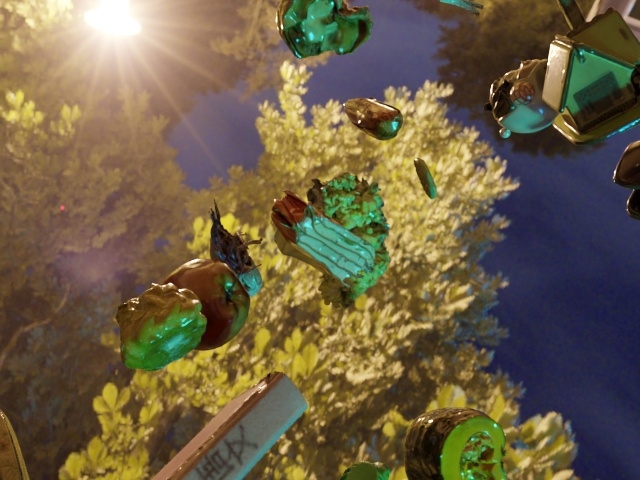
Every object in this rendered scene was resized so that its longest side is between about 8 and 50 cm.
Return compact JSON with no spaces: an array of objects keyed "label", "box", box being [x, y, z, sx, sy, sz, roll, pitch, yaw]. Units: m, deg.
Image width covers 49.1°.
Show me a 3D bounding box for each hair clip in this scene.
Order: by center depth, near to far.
[{"label":"hair clip","box":[0.323,-0.552,1.630,0.115,0.030,0.039,18,-136,-8]}]

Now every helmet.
[{"label":"helmet","box":[0.735,-0.125,1.490,0.189,0.193,0.216,41,-152,-50]}]

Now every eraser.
[{"label":"eraser","box":[-0.217,0.459,1.503,0.122,0.272,0.359,49,-135,2]}]

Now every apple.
[{"label":"apple","box":[-0.285,0.160,1.730,0.234,0.234,0.234,14,-150,-8]}]

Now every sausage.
[{"label":"sausage","box":[0.143,-0.344,1.961,0.102,0.102,0.330,9,-163,-16]}]

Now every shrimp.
[{"label":"shrimp","box":[-0.239,0.032,1.896,0.145,0.343,0.116,12,-134,27]}]

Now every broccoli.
[{"label":"broccoli","box":[0.008,0.001,1.783,0.280,0.348,0.293,11,165,-41]}]

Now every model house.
[{"label":"model house","box":[0.489,-0.346,1.281,0.279,0.204,0.218,57,-168,-20]}]

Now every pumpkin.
[{"label":"pumpkin","box":[0.270,0.511,1.537,0.242,0.325,0.232,-15,-169,-27]}]

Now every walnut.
[{"label":"walnut","box":[-0.012,-0.518,1.614,0.238,0.204,0.141,38,-173,-48]}]

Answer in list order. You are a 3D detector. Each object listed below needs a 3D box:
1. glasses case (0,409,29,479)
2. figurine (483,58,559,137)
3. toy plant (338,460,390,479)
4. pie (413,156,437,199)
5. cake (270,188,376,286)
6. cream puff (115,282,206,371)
[{"label":"glasses case","box":[-0.476,0.437,1.053,0.098,0.157,0.425,-7,-139,-32]},{"label":"figurine","box":[0.557,-0.373,1.674,0.281,0.370,0.167,-36,-83,-44]},{"label":"toy plant","box":[0.075,0.463,1.234,0.088,0.240,0.155,23,-107,24]},{"label":"pie","box":[0.191,-0.115,1.280,0.017,0.085,0.085,-20,-143,0]},{"label":"cake","box":[0.004,-0.005,1.387,0.287,0.098,0.135,39,174,-36]},{"label":"cream puff","box":[-0.242,0.117,1.039,0.146,0.146,0.116,-12,-126,-42]}]
